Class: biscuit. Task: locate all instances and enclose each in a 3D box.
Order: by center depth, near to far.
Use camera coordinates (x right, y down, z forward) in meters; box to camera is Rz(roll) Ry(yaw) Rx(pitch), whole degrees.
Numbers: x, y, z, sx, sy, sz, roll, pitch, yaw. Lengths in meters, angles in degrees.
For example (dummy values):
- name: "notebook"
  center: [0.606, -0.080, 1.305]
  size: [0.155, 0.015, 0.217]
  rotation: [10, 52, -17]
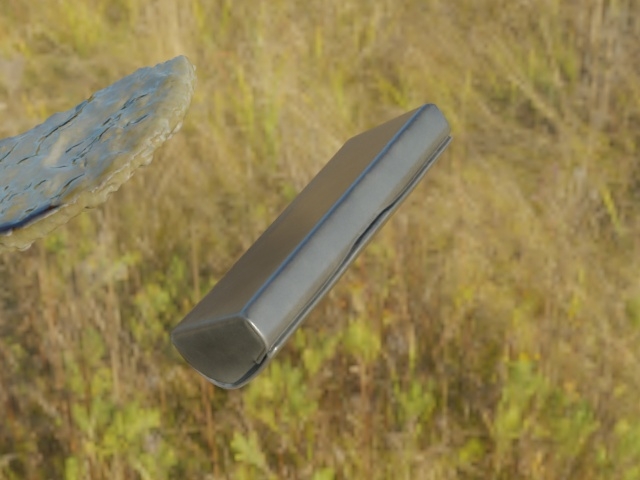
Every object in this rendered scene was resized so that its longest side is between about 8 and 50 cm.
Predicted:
- name: "biscuit"
  center: [-0.190, -0.039, 0.946]
  size: [0.250, 0.032, 0.133]
  rotation: [-26, 34, 5]

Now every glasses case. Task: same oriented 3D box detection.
- name: "glasses case"
  center: [0.001, -0.001, 0.737]
  size: [0.072, 0.042, 0.190]
  rotation: [-31, 14, 49]
